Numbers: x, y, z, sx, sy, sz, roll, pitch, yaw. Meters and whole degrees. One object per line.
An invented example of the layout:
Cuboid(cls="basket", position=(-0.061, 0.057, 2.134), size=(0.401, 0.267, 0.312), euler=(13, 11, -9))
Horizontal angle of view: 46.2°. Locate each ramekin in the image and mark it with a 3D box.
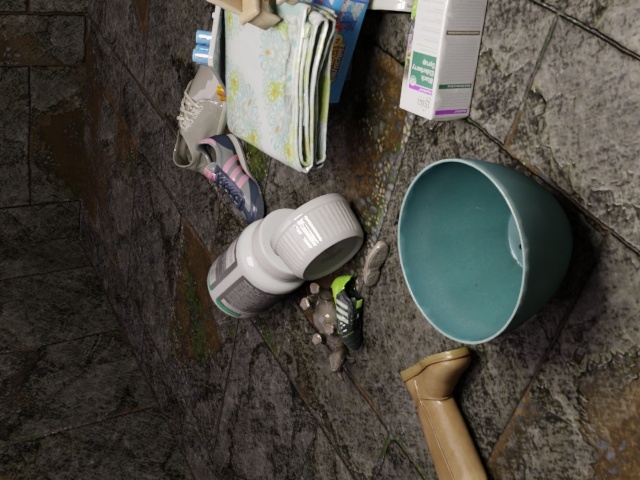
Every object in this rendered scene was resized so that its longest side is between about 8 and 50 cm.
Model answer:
Cuboid(cls="ramekin", position=(0.000, 0.000, 1.703), size=(0.109, 0.207, 0.207), euler=(56, 142, 21))

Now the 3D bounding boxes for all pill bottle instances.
Cuboid(cls="pill bottle", position=(-0.146, 0.064, 1.953), size=(0.361, 0.204, 0.204), euler=(-38, 65, 56))

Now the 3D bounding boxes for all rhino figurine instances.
Cuboid(cls="rhino figurine", position=(0.025, 0.223, 1.823), size=(0.073, 0.106, 0.243), euler=(-22, 77, 20))

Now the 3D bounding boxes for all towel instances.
Cuboid(cls="towel", position=(-0.100, -0.337, 1.537), size=(0.374, 0.090, 0.321), euler=(36, 127, 50))

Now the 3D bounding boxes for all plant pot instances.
Cuboid(cls="plant pot", position=(0.290, 0.005, 1.218), size=(0.290, 0.195, 0.290), euler=(22, 117, 55))

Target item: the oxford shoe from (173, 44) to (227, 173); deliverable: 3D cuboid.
Cuboid(cls="oxford shoe", position=(-0.364, -0.390, 2.272), size=(0.169, 0.130, 0.449), euler=(54, 139, 39))

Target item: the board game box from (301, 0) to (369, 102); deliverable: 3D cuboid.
Cuboid(cls="board game box", position=(-0.030, -0.492, 1.549), size=(0.308, 0.086, 0.302), euler=(54, 140, 37))

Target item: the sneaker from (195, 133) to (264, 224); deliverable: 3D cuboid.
Cuboid(cls="sneaker", position=(-0.265, -0.169, 2.160), size=(0.319, 0.131, 0.112), euler=(63, 145, 27))

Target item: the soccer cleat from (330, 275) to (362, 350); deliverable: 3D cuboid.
Cuboid(cls="soccer cleat", position=(0.071, 0.169, 1.767), size=(0.072, 0.060, 0.179), euler=(-19, 81, 46))

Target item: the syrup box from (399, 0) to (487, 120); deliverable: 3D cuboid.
Cuboid(cls="syrup box", position=(0.219, -0.341, 1.341), size=(0.093, 0.096, 0.237), euler=(36, 126, 50))

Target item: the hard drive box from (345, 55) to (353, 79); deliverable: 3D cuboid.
Cuboid(cls="hard drive box", position=(-0.021, -0.476, 1.711), size=(0.232, 0.089, 0.181), euler=(35, 127, 50))

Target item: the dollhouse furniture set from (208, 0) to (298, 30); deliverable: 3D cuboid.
Cuboid(cls="dollhouse furniture set", position=(-0.056, -0.588, 1.285), size=(0.355, 0.173, 0.303), euler=(-20, 65, 45))

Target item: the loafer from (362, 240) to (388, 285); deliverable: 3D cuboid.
Cuboid(cls="loafer", position=(0.116, 0.046, 1.671), size=(0.039, 0.045, 0.125), euler=(-120, 33, -42))

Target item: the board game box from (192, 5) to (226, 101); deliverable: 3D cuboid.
Cuboid(cls="board game box", position=(-0.220, -0.553, 1.777), size=(0.390, 0.050, 0.390), euler=(64, -146, -86))

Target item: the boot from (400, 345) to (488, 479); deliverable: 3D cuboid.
Cuboid(cls="boot", position=(0.268, 0.357, 1.468), size=(0.236, 0.089, 0.270), euler=(125, 129, -63))

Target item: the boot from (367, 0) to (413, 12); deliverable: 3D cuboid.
Cuboid(cls="boot", position=(0.124, -0.538, 1.469), size=(0.244, 0.088, 0.176), euler=(26, 113, 54))
